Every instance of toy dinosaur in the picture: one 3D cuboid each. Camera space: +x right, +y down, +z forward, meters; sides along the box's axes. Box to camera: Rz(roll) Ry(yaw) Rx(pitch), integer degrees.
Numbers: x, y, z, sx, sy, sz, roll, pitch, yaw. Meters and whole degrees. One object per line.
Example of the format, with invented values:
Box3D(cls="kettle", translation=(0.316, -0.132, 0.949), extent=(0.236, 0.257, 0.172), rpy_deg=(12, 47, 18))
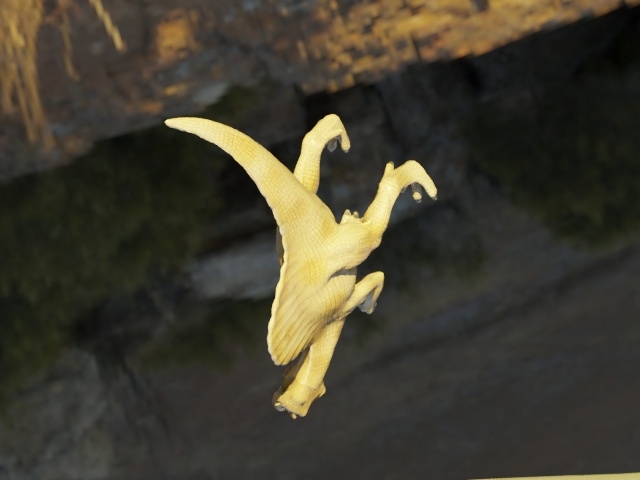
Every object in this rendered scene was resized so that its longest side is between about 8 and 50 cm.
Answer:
Box3D(cls="toy dinosaur", translation=(0.000, 0.000, 0.631), extent=(0.053, 0.092, 0.183), rpy_deg=(18, 145, 23))

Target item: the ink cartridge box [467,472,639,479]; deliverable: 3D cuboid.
Box3D(cls="ink cartridge box", translation=(0.124, 0.221, 0.808), extent=(0.153, 0.208, 0.087), rpy_deg=(-9, 176, 34))
